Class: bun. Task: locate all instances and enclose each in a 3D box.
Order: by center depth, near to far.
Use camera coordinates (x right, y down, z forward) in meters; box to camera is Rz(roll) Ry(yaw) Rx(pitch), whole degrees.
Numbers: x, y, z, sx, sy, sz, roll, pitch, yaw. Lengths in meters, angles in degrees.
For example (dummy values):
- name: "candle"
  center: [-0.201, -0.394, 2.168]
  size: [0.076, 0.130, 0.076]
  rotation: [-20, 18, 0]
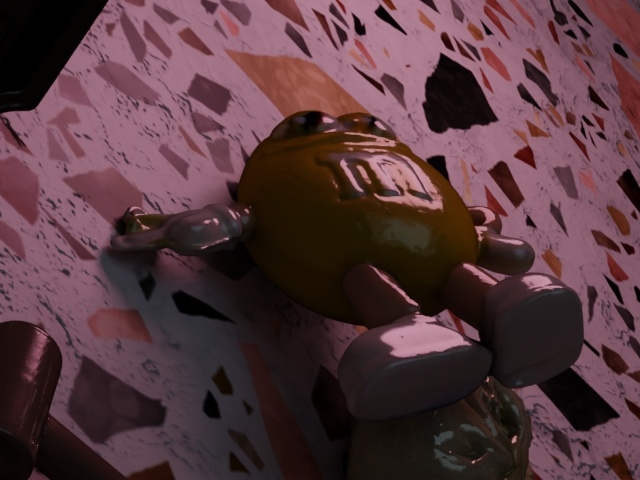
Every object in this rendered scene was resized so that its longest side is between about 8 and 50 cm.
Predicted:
- name: "bun"
  center: [0.115, 0.187, 1.318]
  size: [0.229, 0.145, 0.229]
  rotation: [37, 29, -24]

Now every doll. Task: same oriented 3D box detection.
- name: "doll"
  center: [0.032, 0.013, 1.310]
  size: [0.423, 0.161, 0.348]
  rotation: [26, 28, 28]

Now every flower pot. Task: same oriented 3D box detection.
- name: "flower pot"
  center: [-0.255, -0.229, 1.195]
  size: [0.179, 0.251, 0.084]
  rotation: [35, -6, -27]

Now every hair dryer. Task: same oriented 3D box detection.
- name: "hair dryer"
  center: [-0.174, 0.146, 1.038]
  size: [0.181, 0.064, 0.117]
  rotation: [47, 26, -25]
